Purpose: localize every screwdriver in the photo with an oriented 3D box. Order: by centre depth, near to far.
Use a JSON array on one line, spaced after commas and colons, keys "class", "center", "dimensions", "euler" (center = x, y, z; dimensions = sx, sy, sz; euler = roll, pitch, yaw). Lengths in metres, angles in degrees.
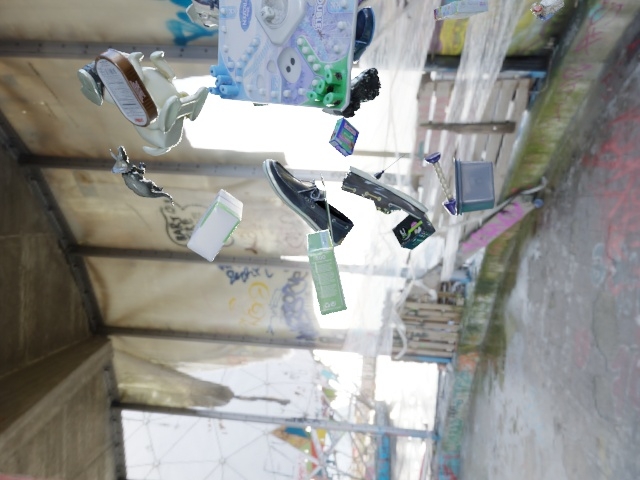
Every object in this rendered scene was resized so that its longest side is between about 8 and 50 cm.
[{"class": "screwdriver", "center": [0.222, -0.242, 1.713], "dimensions": [0.024, 0.170, 0.025], "euler": [56, 158, -15]}]

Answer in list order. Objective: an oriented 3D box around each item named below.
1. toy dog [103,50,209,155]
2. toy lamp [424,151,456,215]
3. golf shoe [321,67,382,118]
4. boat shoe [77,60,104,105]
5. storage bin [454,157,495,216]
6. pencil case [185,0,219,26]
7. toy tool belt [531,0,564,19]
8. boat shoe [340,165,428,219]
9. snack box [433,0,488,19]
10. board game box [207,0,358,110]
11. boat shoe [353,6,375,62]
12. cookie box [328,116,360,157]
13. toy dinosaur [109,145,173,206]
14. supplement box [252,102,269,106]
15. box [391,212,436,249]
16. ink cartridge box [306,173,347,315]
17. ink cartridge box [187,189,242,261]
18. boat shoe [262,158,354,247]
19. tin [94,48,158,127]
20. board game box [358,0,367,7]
[{"class": "toy dog", "center": [-0.715, -0.588, 2.074], "dimensions": [0.284, 0.408, 0.395], "euler": [-50, -4, -46]}, {"class": "toy lamp", "center": [0.526, -0.235, 2.165], "dimensions": [0.275, 0.080, 0.080], "euler": [61, -167, -14]}, {"class": "golf shoe", "center": [0.073, -0.352, 1.204], "dimensions": [0.198, 0.094, 0.077], "euler": [-44, -51, -40]}, {"class": "boat shoe", "center": [-0.749, -0.519, 1.703], "dimensions": [0.079, 0.084, 0.233], "euler": [-59, 12, -20]}, {"class": "storage bin", "center": [0.374, -0.129, 1.243], "dimensions": [0.098, 0.091, 0.135], "euler": [52, -140, -66]}, {"class": "pencil case", "center": [-0.136, -0.618, 1.326], "dimensions": [0.160, 0.410, 0.183], "euler": [49, -124, -71]}, {"class": "toy tool belt", "center": [0.545, -0.552, 1.228], "dimensions": [0.052, 0.083, 0.051], "euler": [49, 170, 34]}, {"class": "boat shoe", "center": [0.149, -0.101, 1.214], "dimensions": [0.081, 0.227, 0.069], "euler": [13, -73, -61]}, {"class": "snack box", "center": [0.443, -0.727, 1.611], "dimensions": [0.100, 0.141, 0.037], "euler": [10, 114, 57]}, {"class": "board game box", "center": [-0.094, -0.482, 1.055], "dimensions": [0.050, 0.390, 0.390], "euler": [-14, -66, -49]}, {"class": "boat shoe", "center": [0.110, -0.668, 1.707], "dimensions": [0.258, 0.089, 0.109], "euler": [119, 138, -65]}, {"class": "cookie box", "center": [0.083, -0.358, 1.770], "dimensions": [0.092, 0.040, 0.107], "euler": [36, -120, -32]}, {"class": "toy dinosaur", "center": [-0.748, -0.236, 2.105], "dimensions": [0.313, 0.121, 0.160], "euler": [53, -164, -7]}, {"class": "supplement box", "center": [-0.189, -0.481, 1.607], "dimensions": [0.083, 0.056, 0.083], "euler": [67, -151, -57]}, {"class": "box", "center": [0.233, -0.025, 1.276], "dimensions": [0.083, 0.052, 0.062], "euler": [-44, 55, 31]}, {"class": "ink cartridge box", "center": [0.000, 0.000, 0.951], "dimensions": [0.171, 0.056, 0.235], "euler": [-101, -1, -78]}, {"class": "ink cartridge box", "center": [-0.405, -0.066, 1.994], "dimensions": [0.198, 0.115, 0.273], "euler": [-53, 16, 11]}, {"class": "boat shoe", "center": [-0.046, -0.181, 2.211], "dimensions": [0.500, 0.156, 0.187], "euler": [45, -160, -16]}, {"class": "tin", "center": [-0.455, -0.352, 1.198], "dimensions": [0.040, 0.106, 0.190], "euler": [-50, -46, -31]}, {"class": "board game box", "center": [0.019, -0.813, 1.667], "dimensions": [0.208, 0.347, 0.056], "euler": [62, -148, -3]}]
